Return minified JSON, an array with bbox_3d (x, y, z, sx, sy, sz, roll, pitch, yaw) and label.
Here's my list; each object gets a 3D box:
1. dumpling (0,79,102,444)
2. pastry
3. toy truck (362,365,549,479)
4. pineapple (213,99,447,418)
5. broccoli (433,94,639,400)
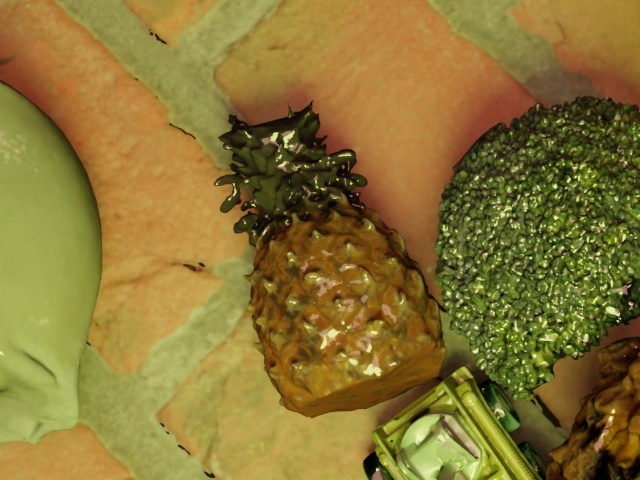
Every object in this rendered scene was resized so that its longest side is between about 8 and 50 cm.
[{"bbox_3d":[-0.320,-0.011,1.010,0.270,0.212,0.321,-1,71,7],"label":"dumpling"},{"bbox_3d":[0.273,0.141,0.863,0.275,0.275,0.193,-25,73,1],"label":"pastry"},{"bbox_3d":[0.140,0.238,0.967,0.128,0.135,0.259,-37,82,12],"label":"toy truck"},{"bbox_3d":[0.000,0.000,1.030,0.157,0.158,0.279,-19,70,1],"label":"pineapple"},{"bbox_3d":[0.188,0.003,0.988,0.198,0.176,0.226,-2,98,33],"label":"broccoli"}]
